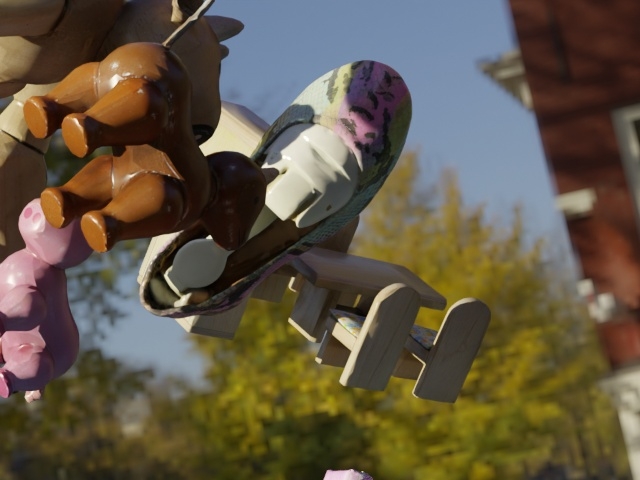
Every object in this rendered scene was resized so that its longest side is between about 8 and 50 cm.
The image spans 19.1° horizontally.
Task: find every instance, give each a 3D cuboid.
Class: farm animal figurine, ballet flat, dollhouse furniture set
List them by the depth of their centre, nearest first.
[{"bbox_3d":[-0.143,-0.096,0.973,0.172,0.326,0.330,-27,5,-34],"label":"farm animal figurine"},{"bbox_3d":[-0.031,-0.019,1.140,0.221,0.077,0.079,-42,-1,30],"label":"ballet flat"},{"bbox_3d":[0.000,0.000,1.544,0.242,0.161,0.212,12,17,-36],"label":"dollhouse furniture set"}]

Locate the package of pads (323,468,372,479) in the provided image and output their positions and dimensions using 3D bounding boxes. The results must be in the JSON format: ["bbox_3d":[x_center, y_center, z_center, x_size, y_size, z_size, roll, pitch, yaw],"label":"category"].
[{"bbox_3d":[0.016,0.252,1.758,0.032,0.083,0.050,26,-18,-20],"label":"package of pads"}]
